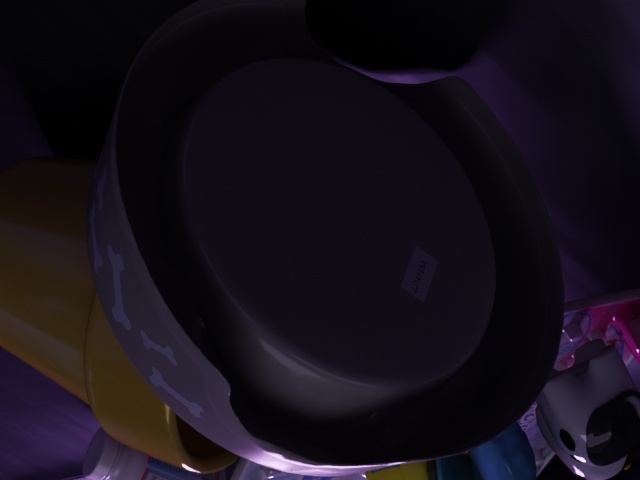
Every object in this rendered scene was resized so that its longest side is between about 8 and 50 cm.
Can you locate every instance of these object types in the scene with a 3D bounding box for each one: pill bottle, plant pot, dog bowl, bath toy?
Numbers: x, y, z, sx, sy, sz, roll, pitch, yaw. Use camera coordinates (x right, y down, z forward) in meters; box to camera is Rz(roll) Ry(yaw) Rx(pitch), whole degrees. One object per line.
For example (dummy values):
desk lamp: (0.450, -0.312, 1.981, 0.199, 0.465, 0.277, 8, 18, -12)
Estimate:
pill bottle: (-0.202, 0.282, 1.676, 0.160, 0.087, 0.087, 26, 145, -22)
plant pot: (-0.156, 0.038, 1.149, 0.239, 0.254, 0.254, 16, 151, 22)
dog bowl: (0.000, 0.000, 0.941, 0.348, 0.349, 0.102, 25, 143, -21)
bath toy: (0.284, 0.113, 1.090, 0.348, 0.129, 0.151, -28, -179, 1)

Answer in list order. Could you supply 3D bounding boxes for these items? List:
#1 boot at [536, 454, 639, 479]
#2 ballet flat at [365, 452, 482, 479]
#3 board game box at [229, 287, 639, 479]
boot: (0.292, 0.255, 1.471, 0.207, 0.094, 0.246, 10, 141, 12)
ballet flat: (0.105, 0.215, 1.169, 0.077, 0.077, 0.231, -14, 151, 22)
board game box: (0.101, 0.198, 1.247, 0.390, 0.050, 0.390, -8, 145, -28)
